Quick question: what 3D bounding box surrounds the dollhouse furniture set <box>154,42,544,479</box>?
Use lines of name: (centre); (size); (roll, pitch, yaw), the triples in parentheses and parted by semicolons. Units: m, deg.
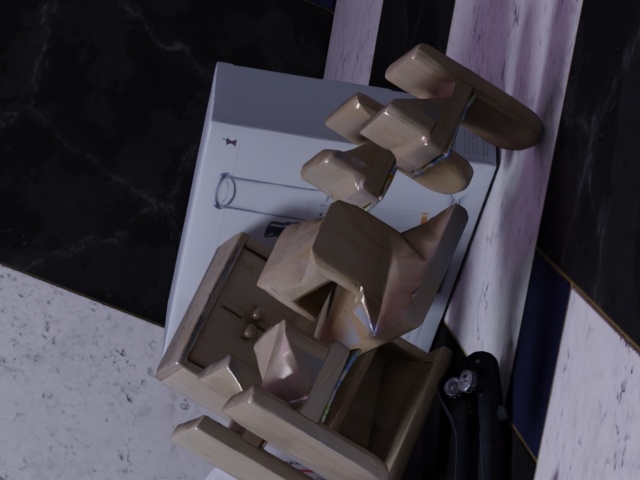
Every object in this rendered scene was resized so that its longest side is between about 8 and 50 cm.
dollhouse furniture set: (0.048, 0.087, 1.820); (0.394, 0.256, 0.362); (-33, 29, 62)

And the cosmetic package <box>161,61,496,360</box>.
cosmetic package: (0.000, 0.000, 2.065); (0.377, 0.284, 0.097); (105, 173, -46)

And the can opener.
can opener: (0.138, 0.179, 1.715); (0.059, 0.073, 0.186); (-28, 44, 31)

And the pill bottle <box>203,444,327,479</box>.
pill bottle: (-0.024, 0.416, 1.978); (0.229, 0.229, 0.408); (105, 171, -45)
